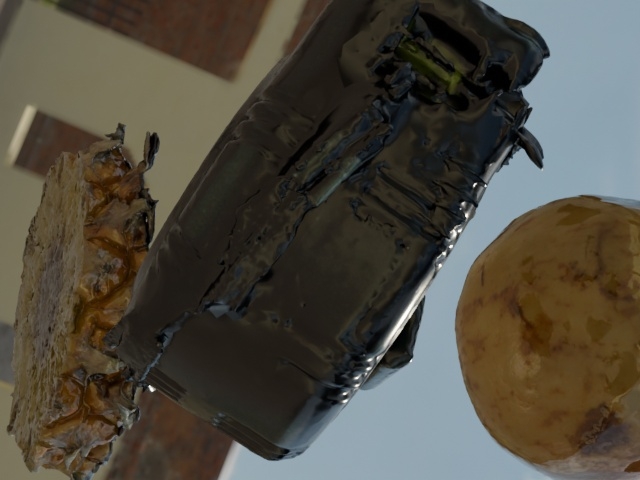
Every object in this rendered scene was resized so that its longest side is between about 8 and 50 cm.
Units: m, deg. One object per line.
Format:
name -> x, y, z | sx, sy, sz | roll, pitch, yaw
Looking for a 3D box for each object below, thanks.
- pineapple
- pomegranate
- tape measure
pineapple -> -0.141, 0.033, 0.778 | 0.221, 0.047, 0.221 | -30, -124, 58
pomegranate -> 0.194, 0.076, 0.952 | 0.215, 0.215, 0.215 | -157, -90, -80
tape measure -> 0.000, 0.000, 0.557 | 0.186, 0.112, 0.199 | -55, 179, -16
